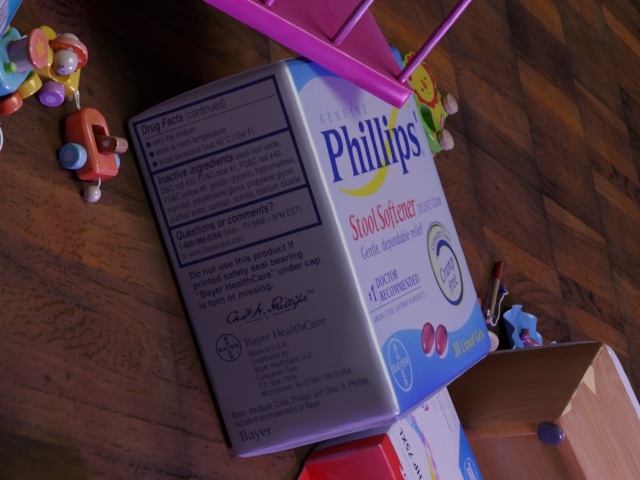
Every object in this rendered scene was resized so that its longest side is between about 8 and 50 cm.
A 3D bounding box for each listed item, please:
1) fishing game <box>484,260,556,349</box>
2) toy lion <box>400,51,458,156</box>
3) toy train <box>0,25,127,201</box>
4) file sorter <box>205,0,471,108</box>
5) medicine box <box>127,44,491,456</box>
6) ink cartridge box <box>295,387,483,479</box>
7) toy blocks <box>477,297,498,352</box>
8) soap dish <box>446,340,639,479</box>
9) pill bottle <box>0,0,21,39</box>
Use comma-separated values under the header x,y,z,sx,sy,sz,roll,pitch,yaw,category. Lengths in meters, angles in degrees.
x,y,z,sx,sy,sz,roll,pitch,yaw,category
0.254,0.159,2.167,0.264,0.041,0.189,64,22,-20,fishing game
0.111,-0.154,2.075,0.096,0.034,0.100,48,33,-31,toy lion
-0.187,-0.099,1.343,0.166,0.046,0.125,15,61,-64,toy train
-0.021,-0.279,1.472,0.290,0.182,0.202,26,24,-29,file sorter
0.000,0.000,1.565,0.263,0.149,0.289,-22,95,-67,medicine box
0.061,0.215,1.642,0.134,0.078,0.231,68,24,-12,ink cartridge box
0.142,0.073,1.953,0.123,0.054,0.148,43,37,-48,toy blocks
0.215,0.241,1.807,0.118,0.229,0.291,-48,119,-45,soap dish
-0.243,-0.186,1.152,0.146,0.146,0.264,59,26,-29,pill bottle
